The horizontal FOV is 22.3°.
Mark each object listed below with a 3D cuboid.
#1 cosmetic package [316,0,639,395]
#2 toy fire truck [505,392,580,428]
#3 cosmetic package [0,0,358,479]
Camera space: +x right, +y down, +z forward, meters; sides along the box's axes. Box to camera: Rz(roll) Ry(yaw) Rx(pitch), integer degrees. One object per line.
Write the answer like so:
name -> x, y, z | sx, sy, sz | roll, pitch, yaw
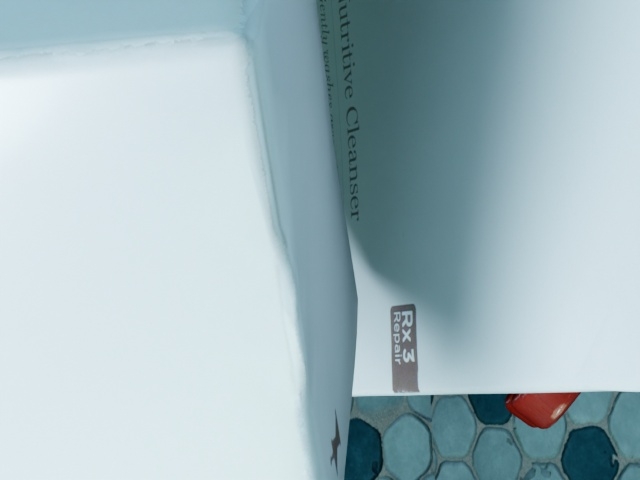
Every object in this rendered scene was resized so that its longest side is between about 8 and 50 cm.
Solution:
cosmetic package -> 0.129, -0.041, 0.685 | 0.156, 0.217, 0.385 | 0, 173, -29
toy fire truck -> 0.187, 0.005, 1.331 | 0.169, 0.254, 0.302 | 36, 177, 6
cosmetic package -> -0.224, -0.002, 0.619 | 0.453, 0.230, 0.161 | -3, -143, 7
